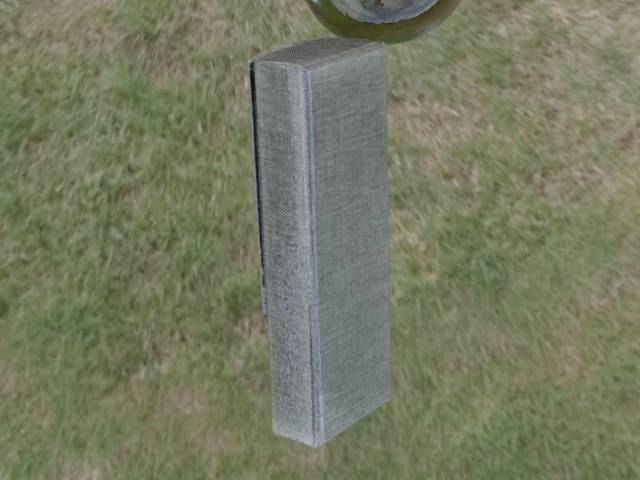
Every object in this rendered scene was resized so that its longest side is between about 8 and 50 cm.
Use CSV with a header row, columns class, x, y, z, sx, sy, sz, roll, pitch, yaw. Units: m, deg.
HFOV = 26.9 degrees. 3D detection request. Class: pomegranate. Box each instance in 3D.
class,x,y,z,sx,sy,sz,roll,pitch,yaw
pomegranate,0.067,-0.229,1.001,0.191,0.131,0.152,-20,101,-22

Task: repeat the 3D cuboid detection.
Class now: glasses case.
class,x,y,z,sx,sy,sz,roll,pitch,yaw
glasses case,0.000,0.000,0.701,0.047,0.071,0.205,13,115,35
